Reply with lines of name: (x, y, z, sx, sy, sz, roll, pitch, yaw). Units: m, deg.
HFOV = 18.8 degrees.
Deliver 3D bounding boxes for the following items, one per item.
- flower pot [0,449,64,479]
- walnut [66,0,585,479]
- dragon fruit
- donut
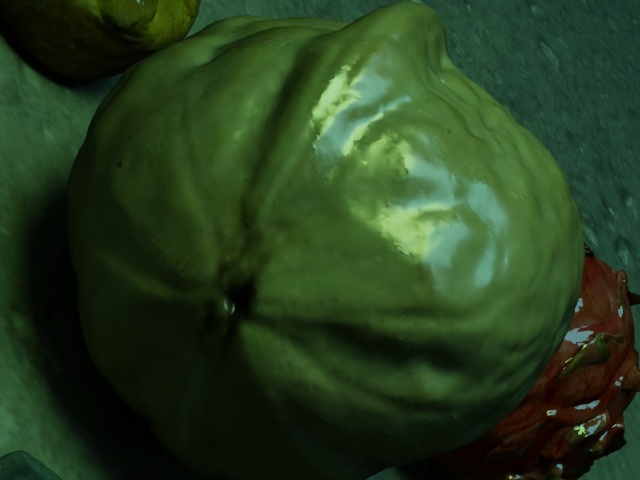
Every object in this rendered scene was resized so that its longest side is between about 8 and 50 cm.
flower pot: (-0.175, 0.223, 0.983, 0.103, 0.108, 0.229, 38, 31, -38)
walnut: (0.000, 0.000, 1.333, 0.381, 0.381, 0.381, 43, 27, -29)
dragon fruit: (0.159, 0.095, 1.639, 0.252, 0.241, 0.241, 37, 28, -10)
donut: (-0.189, -0.232, 1.509, 0.226, 0.114, 0.226, 43, 27, -28)
